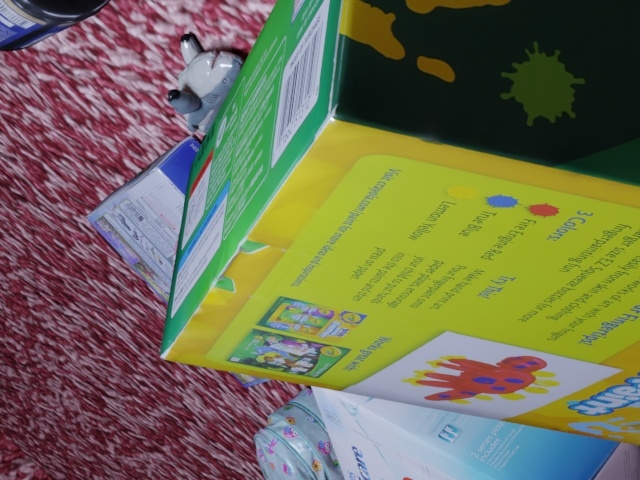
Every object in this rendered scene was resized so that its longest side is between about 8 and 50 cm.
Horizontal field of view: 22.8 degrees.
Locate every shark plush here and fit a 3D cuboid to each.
[{"bbox_3d":[-0.094,-0.116,1.461,0.067,0.073,0.161,4,139,9],"label":"shark plush"}]

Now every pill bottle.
[{"bbox_3d":[-0.275,-0.240,1.448,0.123,0.123,0.219,52,153,-17],"label":"pill bottle"}]

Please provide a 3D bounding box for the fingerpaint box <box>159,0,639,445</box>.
[{"bbox_3d":[0.130,-0.023,0.949,0.371,0.163,0.445,11,159,-11],"label":"fingerpaint box"}]

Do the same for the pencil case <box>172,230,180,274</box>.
[{"bbox_3d":[0.000,0.000,1.379,0.167,0.160,0.386,39,155,-12],"label":"pencil case"}]

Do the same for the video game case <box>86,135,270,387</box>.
[{"bbox_3d":[-0.105,0.030,1.692,0.269,0.061,0.244,48,153,-9],"label":"video game case"}]

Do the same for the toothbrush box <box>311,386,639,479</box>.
[{"bbox_3d":[0.154,0.213,1.522,0.295,0.126,0.216,27,151,33],"label":"toothbrush box"}]

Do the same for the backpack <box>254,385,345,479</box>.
[{"bbox_3d":[-0.005,0.258,1.837,0.152,0.115,0.182,32,150,28],"label":"backpack"}]
